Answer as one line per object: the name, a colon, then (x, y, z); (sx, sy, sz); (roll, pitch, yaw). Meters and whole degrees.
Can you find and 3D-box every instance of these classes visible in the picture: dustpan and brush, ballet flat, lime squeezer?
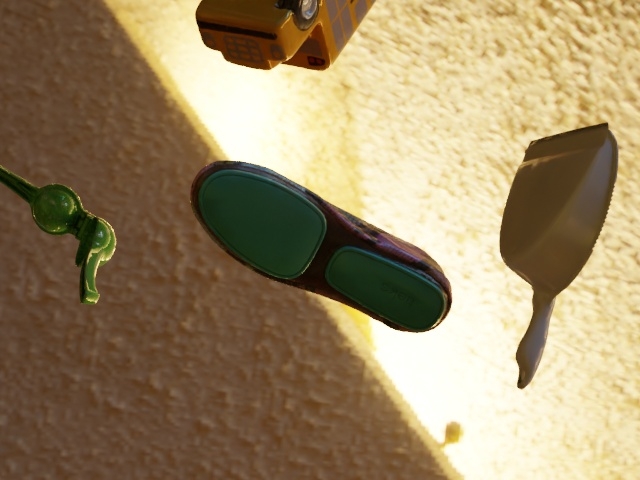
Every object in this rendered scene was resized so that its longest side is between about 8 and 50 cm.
dustpan and brush: (0.186, 0.016, 1.145); (0.211, 0.060, 0.147); (-65, -164, -11)
ballet flat: (0.000, 0.000, 1.050); (0.077, 0.221, 0.079); (-59, -165, 17)
lime squeezer: (-0.285, -0.016, 1.471); (0.310, 0.110, 0.059); (43, -53, 36)

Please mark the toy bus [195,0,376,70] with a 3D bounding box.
toy bus: (0.001, -0.293, 1.457); (0.108, 0.130, 0.333); (14, -127, 25)
